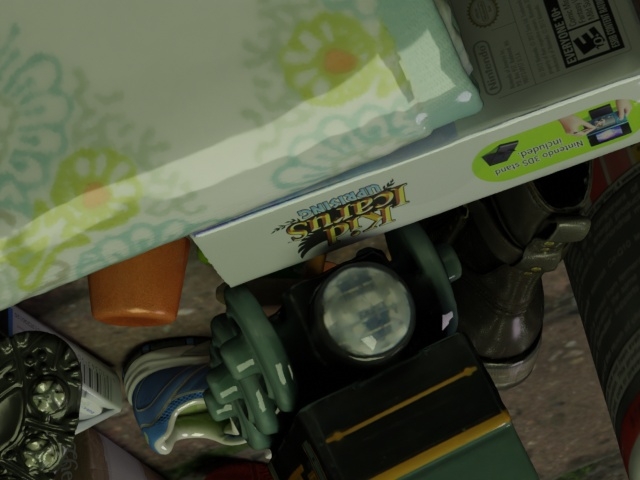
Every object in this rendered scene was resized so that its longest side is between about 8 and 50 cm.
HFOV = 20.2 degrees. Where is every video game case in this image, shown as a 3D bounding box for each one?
[{"bbox_3d":[0.032,-0.134,0.963,0.244,0.269,0.061,-19,145,10],"label":"video game case"}]

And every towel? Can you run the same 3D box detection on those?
[{"bbox_3d":[-0.133,-0.176,0.855,0.320,0.374,0.090,-21,-176,11],"label":"towel"}]

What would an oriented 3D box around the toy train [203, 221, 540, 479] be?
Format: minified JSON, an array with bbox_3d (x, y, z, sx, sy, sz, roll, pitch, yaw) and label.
[{"bbox_3d":[0.025,0.108,1.037,0.142,0.190,0.334,-24,170,-11],"label":"toy train"}]

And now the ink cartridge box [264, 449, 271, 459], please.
[{"bbox_3d":[-0.015,0.165,1.497,0.083,0.028,0.048,21,130,-33],"label":"ink cartridge box"}]

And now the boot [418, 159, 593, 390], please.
[{"bbox_3d":[0.105,-0.060,1.063,0.091,0.263,0.229,-7,146,-11],"label":"boot"}]

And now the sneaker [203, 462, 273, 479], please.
[{"bbox_3d":[-0.038,0.272,1.577,0.221,0.087,0.128,21,129,-32],"label":"sneaker"}]

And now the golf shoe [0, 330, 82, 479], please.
[{"bbox_3d":[-0.253,0.168,1.327,0.105,0.120,0.273,28,110,-6],"label":"golf shoe"}]

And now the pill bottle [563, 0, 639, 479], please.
[{"bbox_3d":[0.248,-0.014,1.086,0.210,0.363,0.210,-7,141,-6],"label":"pill bottle"}]

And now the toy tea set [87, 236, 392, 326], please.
[{"bbox_3d":[0.000,0.000,1.271,0.336,0.124,0.200,7,167,-26],"label":"toy tea set"}]

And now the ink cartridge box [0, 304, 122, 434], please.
[{"bbox_3d":[-0.295,0.115,1.359,0.208,0.045,0.206,-28,138,21],"label":"ink cartridge box"}]

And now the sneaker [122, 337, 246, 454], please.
[{"bbox_3d":[-0.045,0.118,1.394,0.211,0.081,0.080,-11,139,-3],"label":"sneaker"}]

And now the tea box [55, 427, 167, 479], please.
[{"bbox_3d":[-0.245,0.381,1.464,0.323,0.329,0.220,-27,138,17],"label":"tea box"}]
